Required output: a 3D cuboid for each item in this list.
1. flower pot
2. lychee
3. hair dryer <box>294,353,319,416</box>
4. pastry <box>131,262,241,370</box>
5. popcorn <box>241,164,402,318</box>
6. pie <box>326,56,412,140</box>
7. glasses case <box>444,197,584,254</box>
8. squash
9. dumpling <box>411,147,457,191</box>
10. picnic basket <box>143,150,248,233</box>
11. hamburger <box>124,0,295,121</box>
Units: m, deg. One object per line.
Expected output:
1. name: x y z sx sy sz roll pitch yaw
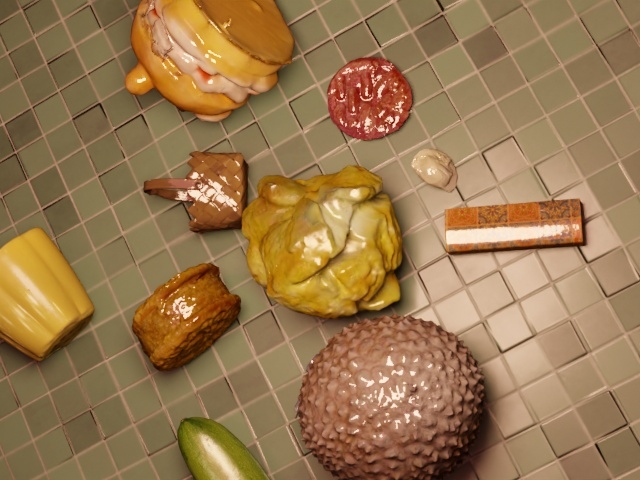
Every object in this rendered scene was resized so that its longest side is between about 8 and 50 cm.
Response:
1. flower pot: -0.501 0.105 1.951 0.195 0.195 0.179 -45 85 5
2. lychee: 0.111 0.258 1.713 0.300 0.300 0.300 -2 81 15
3. hair dryer: -0.010 0.253 1.870 0.063 0.037 0.114 36 100 16
4. pastry: -0.222 0.128 1.868 0.189 0.189 0.103 -41 76 6
5. popcorn: -0.003 0.005 1.804 0.276 0.276 0.225 -7 115 14
6. pie: 0.083 -0.244 1.915 0.154 0.036 0.154 -2 82 14
7. glasses case: 0.313 -0.022 1.811 0.218 0.049 0.075 -4 81 14
8. squash: -0.106 0.451 1.824 0.107 0.107 0.395 -38 76 7
9. dumpling: 0.193 -0.119 1.856 0.076 0.052 0.057 30 95 16
10. picnic basket: -0.214 -0.083 1.921 0.178 0.128 0.138 1 79 -2
11. hamburger: -0.203 -0.330 1.894 0.237 0.276 0.276 -39 73 28
